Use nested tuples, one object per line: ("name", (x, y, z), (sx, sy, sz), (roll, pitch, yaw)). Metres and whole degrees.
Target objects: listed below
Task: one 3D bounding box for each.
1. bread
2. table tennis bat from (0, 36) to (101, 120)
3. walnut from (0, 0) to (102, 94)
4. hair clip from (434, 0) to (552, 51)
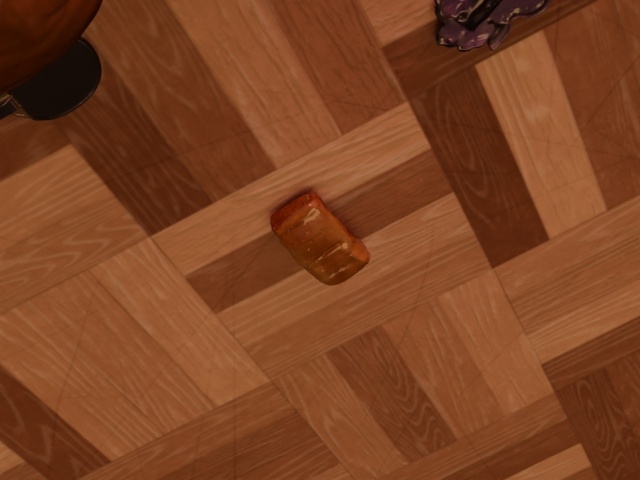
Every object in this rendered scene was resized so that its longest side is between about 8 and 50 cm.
("bread", (0.000, 0.000, 1.387), (0.074, 0.053, 0.132), (-32, 133, 11))
("table tennis bat", (-0.290, -0.149, 1.162), (0.158, 0.014, 0.095), (-31, 136, 8))
("walnut", (-0.334, -0.250, 0.834), (0.398, 0.308, 0.354), (-18, 137, 0))
("hair clip", (0.197, -0.264, 1.211), (0.124, 0.052, 0.195), (25, 125, -31))
